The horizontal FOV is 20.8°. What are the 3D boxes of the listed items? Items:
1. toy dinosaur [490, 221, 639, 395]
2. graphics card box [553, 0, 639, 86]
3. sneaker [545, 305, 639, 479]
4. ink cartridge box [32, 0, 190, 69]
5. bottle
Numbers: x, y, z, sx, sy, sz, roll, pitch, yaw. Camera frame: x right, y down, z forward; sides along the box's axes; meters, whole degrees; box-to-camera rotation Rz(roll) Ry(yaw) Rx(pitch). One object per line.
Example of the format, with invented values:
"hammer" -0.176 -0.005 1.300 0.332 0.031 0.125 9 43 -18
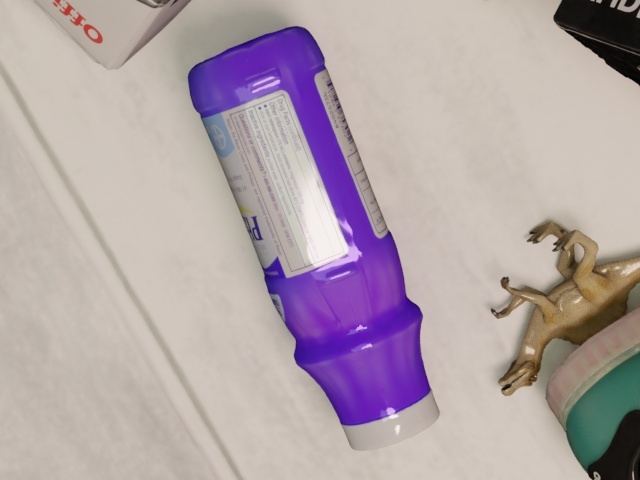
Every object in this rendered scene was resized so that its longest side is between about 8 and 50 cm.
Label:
"toy dinosaur" 0.184 0.030 1.203 0.183 0.053 0.093 -36 111 12
"graphics card box" 0.312 -0.234 1.037 0.232 0.094 0.371 26 91 -44
"sneaker" 0.296 0.065 1.141 0.302 0.108 0.121 -40 51 15
"ink cartridge box" -0.125 -0.239 1.082 0.172 0.237 0.100 44 56 -3
"bottle" 0.000 0.000 1.168 0.092 0.118 0.283 -22 97 -3
